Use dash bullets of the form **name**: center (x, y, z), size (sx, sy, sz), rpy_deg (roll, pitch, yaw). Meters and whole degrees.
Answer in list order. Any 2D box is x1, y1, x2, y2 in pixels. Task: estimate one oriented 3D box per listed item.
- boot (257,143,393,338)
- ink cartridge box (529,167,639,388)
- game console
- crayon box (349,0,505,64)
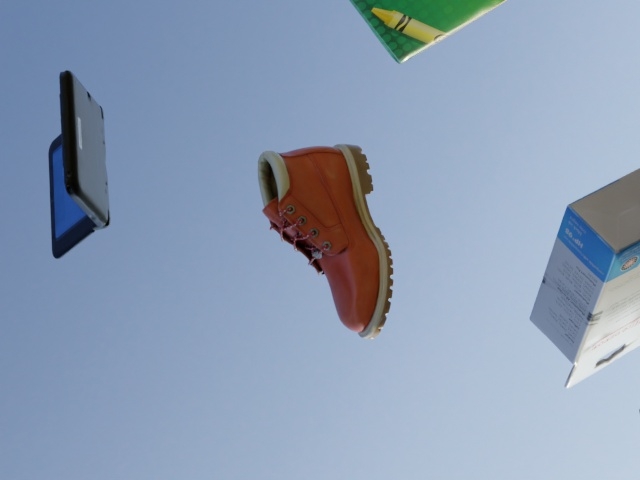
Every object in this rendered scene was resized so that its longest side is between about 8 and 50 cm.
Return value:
- **boot**: center (0.000, 0.000, 0.908), size (0.085, 0.059, 0.158), rpy_deg (2, -124, -28)
- **ink cartridge box**: center (0.236, 0.031, 1.038), size (0.104, 0.180, 0.060), rpy_deg (-25, -124, -26)
- **game console**: center (-0.220, -0.063, 1.077), size (0.107, 0.071, 0.122), rpy_deg (58, -160, -61)
- **crayon box**: center (0.071, -0.243, 0.726), size (0.081, 0.165, 0.278), rpy_deg (46, -159, -38)
